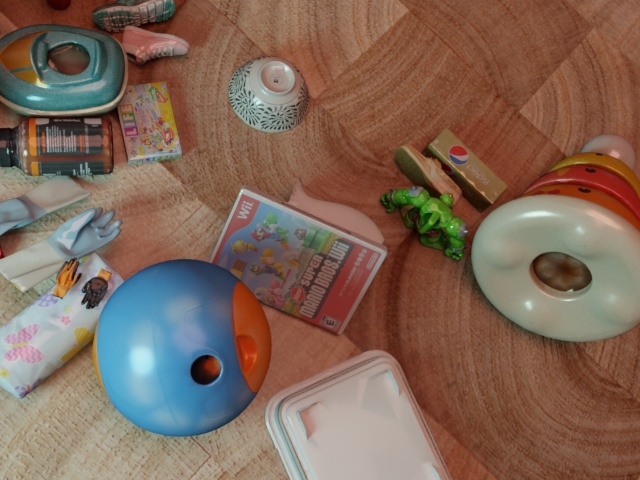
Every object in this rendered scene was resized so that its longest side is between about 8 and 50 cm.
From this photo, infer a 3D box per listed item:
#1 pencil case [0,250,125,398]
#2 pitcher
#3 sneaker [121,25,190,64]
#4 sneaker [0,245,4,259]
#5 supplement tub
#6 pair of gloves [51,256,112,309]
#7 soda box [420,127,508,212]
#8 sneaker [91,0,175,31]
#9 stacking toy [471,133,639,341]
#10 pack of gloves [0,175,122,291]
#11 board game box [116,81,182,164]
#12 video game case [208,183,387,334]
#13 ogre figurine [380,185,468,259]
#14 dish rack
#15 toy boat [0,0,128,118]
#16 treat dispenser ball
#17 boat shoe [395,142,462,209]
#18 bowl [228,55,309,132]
[{"bbox_3d":[-0.449,0.138,1.393,0.124,0.113,0.273,39,66,12],"label":"pencil case"},{"bbox_3d":[0.000,0.000,1.561,0.207,0.125,0.177,31,69,6],"label":"pitcher"},{"bbox_3d":[-0.329,-0.373,1.625,0.134,0.051,0.070,12,71,-8],"label":"sneaker"},{"bbox_3d":[-0.613,0.047,1.392,0.128,0.087,0.221,15,71,-9],"label":"sneaker"},{"bbox_3d":[-0.477,-0.169,1.488,0.198,0.106,0.106,-2,73,-17],"label":"supplement tub"},{"bbox_3d":[-0.394,0.071,1.361,0.083,0.010,0.074,24,68,-12],"label":"pair of gloves"},{"bbox_3d":[0.300,-0.146,1.722,0.181,0.058,0.061,44,67,2],"label":"soda box"},{"bbox_3d":[-0.378,-0.467,1.644,0.166,0.065,0.076,-17,62,-23],"label":"sneaker"},{"bbox_3d":[0.534,-0.063,1.677,0.351,0.350,0.480,36,48,-2],"label":"stacking toy"},{"bbox_3d":[-0.472,-0.036,1.410,0.195,0.046,0.232,37,48,20],"label":"pack of gloves"},{"bbox_3d":[-0.334,-0.227,1.588,0.103,0.026,0.154,-11,76,-18],"label":"board game box"},{"bbox_3d":[-0.048,0.040,1.507,0.285,0.204,0.025,24,27,-7],"label":"video game case"},{"bbox_3d":[0.219,-0.042,1.633,0.097,0.118,0.197,-31,84,-22],"label":"ogre figurine"},{"bbox_3d":[0.084,0.383,1.487,0.286,0.072,0.333,-21,80,-21],"label":"dish rack"},{"bbox_3d":[-0.495,-0.379,1.520,0.267,0.148,0.318,-4,72,-10],"label":"toy boat"},{"bbox_3d":[-0.224,0.174,1.348,0.288,0.288,0.288,5,72,-14],"label":"treat dispenser ball"},{"bbox_3d":[0.225,-0.139,1.700,0.170,0.063,0.059,48,64,-7],"label":"boat shoe"},{"bbox_3d":[-0.094,-0.309,1.653,0.170,0.080,0.170,5,72,-15],"label":"bowl"}]
